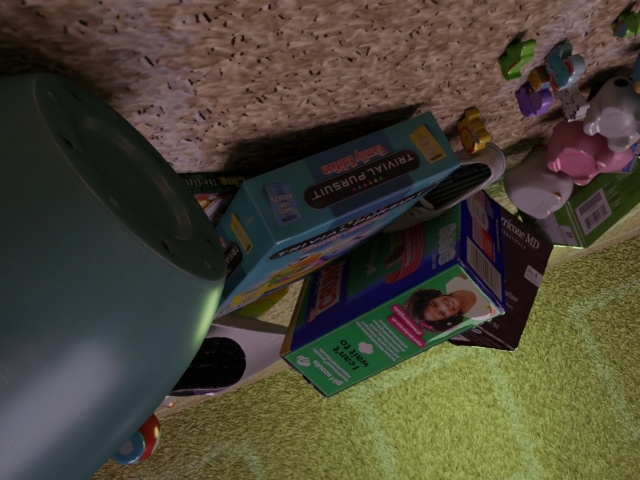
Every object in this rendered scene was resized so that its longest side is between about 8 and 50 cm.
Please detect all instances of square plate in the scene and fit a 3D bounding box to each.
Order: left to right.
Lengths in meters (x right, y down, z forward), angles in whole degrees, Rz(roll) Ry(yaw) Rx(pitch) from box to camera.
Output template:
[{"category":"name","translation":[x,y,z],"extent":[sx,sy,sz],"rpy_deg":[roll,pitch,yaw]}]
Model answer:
[{"category":"square plate","translation":[-0.251,0.184,1.315],"extent":[0.344,0.049,0.347],"rpy_deg":[16,146,-31]}]

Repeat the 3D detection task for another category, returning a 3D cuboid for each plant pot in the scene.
[{"category":"plant pot","translation":[-0.210,0.028,0.530],"extent":[0.235,0.293,0.293],"rpy_deg":[-38,163,9]}]

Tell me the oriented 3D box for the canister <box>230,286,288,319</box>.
[{"category":"canister","translation":[-0.143,0.108,1.342],"extent":[0.126,0.073,0.170],"rpy_deg":[-10,160,-35]}]

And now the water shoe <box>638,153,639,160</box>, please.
[{"category":"water shoe","translation":[0.616,-0.179,1.420],"extent":[0.080,0.073,0.203],"rpy_deg":[-21,166,6]}]

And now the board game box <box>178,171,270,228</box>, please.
[{"category":"board game box","translation":[-0.169,-0.033,0.861],"extent":[0.260,0.030,0.136],"rpy_deg":[-8,162,-46]}]

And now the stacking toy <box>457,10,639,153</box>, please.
[{"category":"stacking toy","translation":[0.274,-0.186,0.914],"extent":[0.167,0.052,0.221],"rpy_deg":[-19,165,-14]}]

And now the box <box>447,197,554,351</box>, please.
[{"category":"box","translation":[0.258,0.060,1.310],"extent":[0.168,0.203,0.167],"rpy_deg":[32,162,-24]}]

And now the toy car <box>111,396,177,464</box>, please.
[{"category":"toy car","translation":[-0.369,0.341,1.655],"extent":[0.238,0.210,0.219],"rpy_deg":[-32,179,-11]}]

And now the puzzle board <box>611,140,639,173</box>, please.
[{"category":"puzzle board","translation":[0.496,-0.169,1.230],"extent":[0.096,0.011,0.128],"rpy_deg":[-3,119,-37]}]

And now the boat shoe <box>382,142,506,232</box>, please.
[{"category":"boat shoe","translation":[0.141,-0.071,1.044],"extent":[0.226,0.083,0.076],"rpy_deg":[-30,-176,29]}]

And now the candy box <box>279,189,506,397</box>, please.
[{"category":"candy box","translation":[0.112,0.059,1.156],"extent":[0.317,0.122,0.268],"rpy_deg":[-33,-158,28]}]

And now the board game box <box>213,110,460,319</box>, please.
[{"category":"board game box","translation":[-0.015,-0.017,0.964],"extent":[0.254,0.079,0.336],"rpy_deg":[-24,171,-26]}]

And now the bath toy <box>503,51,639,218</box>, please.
[{"category":"bath toy","translation":[0.412,-0.153,1.121],"extent":[0.151,0.129,0.348],"rpy_deg":[28,147,-10]}]

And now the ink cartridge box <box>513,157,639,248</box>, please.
[{"category":"ink cartridge box","translation":[0.424,-0.079,1.381],"extent":[0.189,0.097,0.255],"rpy_deg":[-35,-161,-22]}]

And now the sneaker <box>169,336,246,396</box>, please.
[{"category":"sneaker","translation":[-0.269,0.215,1.216],"extent":[0.283,0.107,0.124],"rpy_deg":[6,156,-17]}]
